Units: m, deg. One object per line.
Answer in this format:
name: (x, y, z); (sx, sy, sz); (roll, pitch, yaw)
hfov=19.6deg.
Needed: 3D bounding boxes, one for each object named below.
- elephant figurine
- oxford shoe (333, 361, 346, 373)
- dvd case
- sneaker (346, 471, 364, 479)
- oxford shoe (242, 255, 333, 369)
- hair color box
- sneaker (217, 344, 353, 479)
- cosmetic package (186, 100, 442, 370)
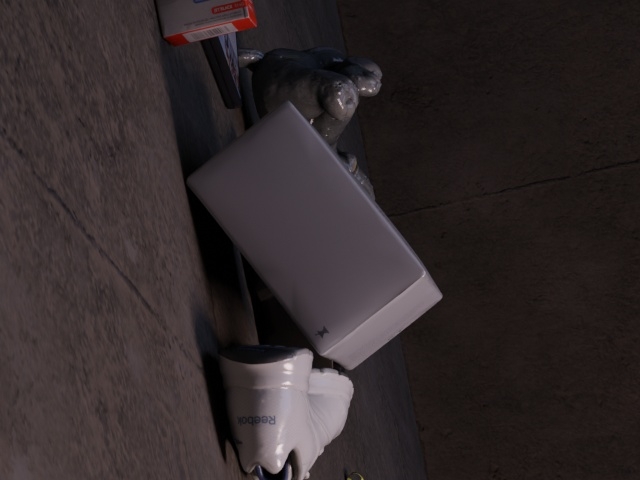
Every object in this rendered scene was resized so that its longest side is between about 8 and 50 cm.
elephant figurine: (-0.015, -0.114, 2.336); (0.169, 0.186, 0.239); (-21, 130, -50)
oxford shoe: (-0.007, 0.146, 2.168); (0.227, 0.083, 0.096); (-78, 173, -56)
dvd case: (-0.131, -0.303, 2.210); (0.180, 0.022, 0.253); (72, 8, -47)
sneaker: (0.058, 0.352, 2.521); (0.035, 0.031, 0.083); (-65, 142, -80)
oxford shoe: (-0.030, 0.096, 2.076); (0.076, 0.076, 0.212); (69, 7, -79)
hair color box: (-0.129, -0.292, 1.893); (0.053, 0.093, 0.167); (37, 40, -80)
sneaker: (-0.040, 0.179, 1.818); (0.297, 0.111, 0.129); (35, 55, -72)
cosmetic package: (0.000, 0.000, 1.896); (0.224, 0.138, 0.225); (52, 3, 11)
